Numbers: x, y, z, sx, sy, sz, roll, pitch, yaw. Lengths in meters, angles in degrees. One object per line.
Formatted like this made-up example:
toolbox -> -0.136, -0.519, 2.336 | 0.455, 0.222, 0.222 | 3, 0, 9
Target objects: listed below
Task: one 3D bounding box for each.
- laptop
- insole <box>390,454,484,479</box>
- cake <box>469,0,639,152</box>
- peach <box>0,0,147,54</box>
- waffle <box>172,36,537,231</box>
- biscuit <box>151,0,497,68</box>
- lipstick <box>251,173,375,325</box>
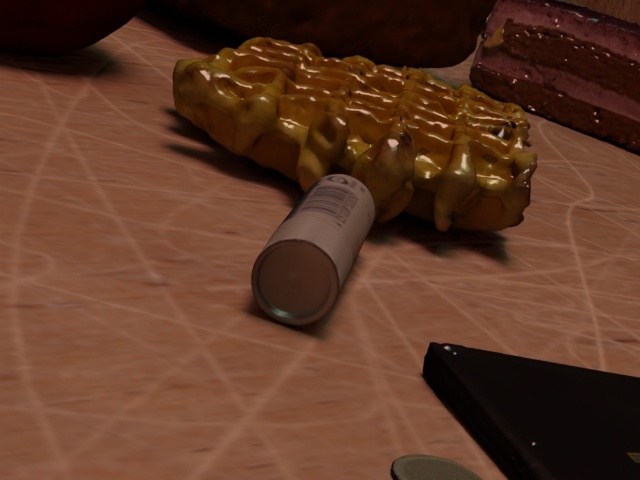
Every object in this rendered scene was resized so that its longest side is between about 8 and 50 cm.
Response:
laptop -> 0.150, 0.088, 0.539 | 0.197, 0.016, 0.135 | 10, 20, -26
insole -> 0.077, 0.108, 0.420 | 0.053, 0.002, 0.152 | 4, 22, -39
cake -> 0.269, -0.163, 1.303 | 0.295, 0.116, 0.112 | 26, 22, 35
peach -> -0.185, -0.223, 0.871 | 0.197, 0.197, 0.197 | 17, 17, -5
waffle -> 0.043, -0.069, 0.852 | 0.309, 0.065, 0.283 | -1, 23, -40
biscuit -> -0.060, -0.286, 1.251 | 0.342, 0.166, 0.395 | 1, 22, -40
lipstick -> 0.000, 0.000, 0.621 | 0.040, 0.040, 0.141 | 19, 17, 3
